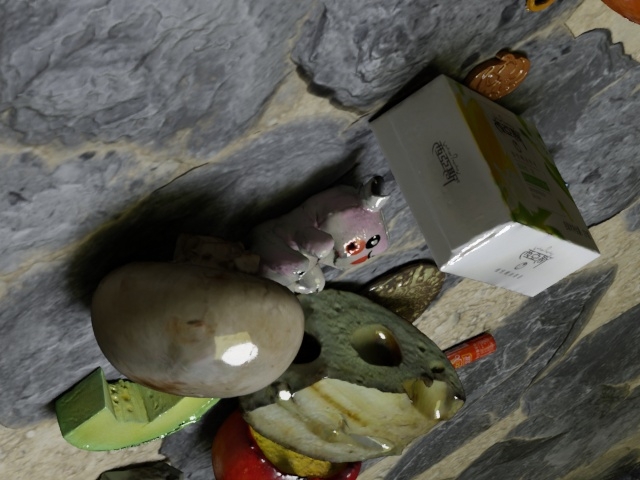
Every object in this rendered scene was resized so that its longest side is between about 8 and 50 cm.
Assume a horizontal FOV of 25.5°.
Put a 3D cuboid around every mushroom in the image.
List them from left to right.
[{"bbox_3d":[-0.130,0.076,1.490,0.227,0.178,0.226,-1,169,0],"label":"mushroom"}]

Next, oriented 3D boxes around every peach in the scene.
[{"bbox_3d":[-0.046,0.296,1.949,0.226,0.196,0.190,70,39,-60],"label":"peach"}]

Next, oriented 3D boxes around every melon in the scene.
[{"bbox_3d":[-0.224,0.196,1.707,0.209,0.064,0.118,-1,140,-45],"label":"melon"}]

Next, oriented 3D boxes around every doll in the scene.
[{"bbox_3d":[0.000,0.000,1.593,0.192,0.095,0.149,-27,160,-18],"label":"doll"}]

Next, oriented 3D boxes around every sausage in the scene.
[{"bbox_3d":[0.217,0.184,2.230,0.129,0.034,0.034,-21,151,-26],"label":"sausage"}]

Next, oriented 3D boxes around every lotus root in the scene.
[{"bbox_3d":[0.028,0.177,1.848,0.210,0.142,0.314,-35,142,21],"label":"lotus root"}]

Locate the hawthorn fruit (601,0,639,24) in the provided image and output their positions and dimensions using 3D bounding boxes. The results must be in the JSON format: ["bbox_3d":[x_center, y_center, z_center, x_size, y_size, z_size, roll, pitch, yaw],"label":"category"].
[{"bbox_3d":[0.304,-0.316,1.296,0.299,0.211,0.211,21,122,-44],"label":"hawthorn fruit"}]

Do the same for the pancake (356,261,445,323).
[{"bbox_3d":[0.088,0.098,1.944,0.199,0.021,0.199,-27,154,-15],"label":"pancake"}]

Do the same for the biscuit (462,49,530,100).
[{"bbox_3d":[0.200,-0.184,1.597,0.091,0.015,0.078,-21,152,-25],"label":"biscuit"}]

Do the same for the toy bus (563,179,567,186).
[{"bbox_3d":[0.242,-0.060,1.807,0.153,0.061,0.051,-16,150,-31],"label":"toy bus"}]

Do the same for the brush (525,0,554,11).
[{"bbox_3d":[0.338,-0.346,1.482,0.314,0.017,0.090,-40,151,14],"label":"brush"}]

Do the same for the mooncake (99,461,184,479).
[{"bbox_3d":[-0.252,0.374,1.937,0.125,0.073,0.130,-3,123,-49],"label":"mooncake"}]

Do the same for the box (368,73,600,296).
[{"bbox_3d":[0.189,-0.055,1.588,0.111,0.194,0.260,-34,157,24],"label":"box"}]
